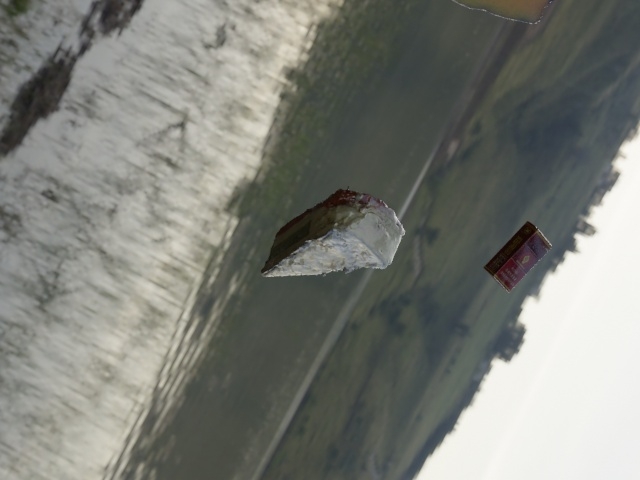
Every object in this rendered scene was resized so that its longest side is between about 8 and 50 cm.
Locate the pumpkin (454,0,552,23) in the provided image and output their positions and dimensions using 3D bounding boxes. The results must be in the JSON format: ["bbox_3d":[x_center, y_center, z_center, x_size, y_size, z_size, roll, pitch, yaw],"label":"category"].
[{"bbox_3d":[0.168,-0.314,0.722,0.190,0.139,0.280,-23,-124,47],"label":"pumpkin"}]

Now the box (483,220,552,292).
[{"bbox_3d":[0.249,0.021,1.299,0.082,0.023,0.051,-46,138,2],"label":"box"}]

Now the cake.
[{"bbox_3d":[-0.007,-0.012,1.426,0.116,0.220,0.086,55,45,-42],"label":"cake"}]
